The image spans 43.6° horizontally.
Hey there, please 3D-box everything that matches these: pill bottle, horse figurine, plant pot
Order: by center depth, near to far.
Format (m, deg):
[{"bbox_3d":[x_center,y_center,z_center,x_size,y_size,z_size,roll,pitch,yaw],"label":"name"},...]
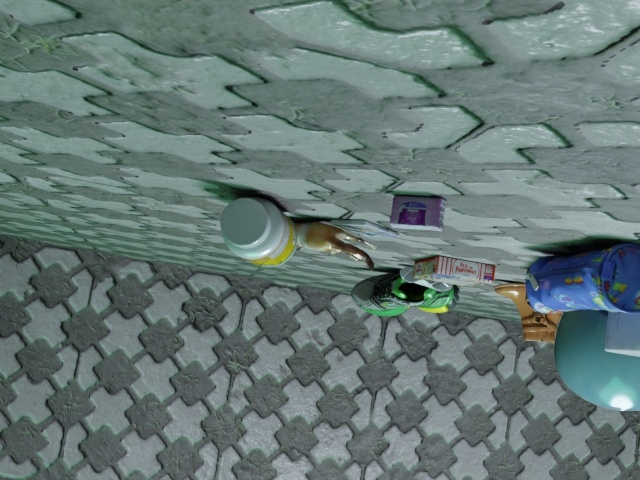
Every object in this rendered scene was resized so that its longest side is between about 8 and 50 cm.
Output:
[{"bbox_3d":[-0.117,-0.017,1.501,0.117,0.118,0.208,8,173,10],"label":"pill bottle"},{"bbox_3d":[0.000,0.000,1.663,0.174,0.066,0.263,19,177,-41],"label":"horse figurine"},{"bbox_3d":[0.638,0.181,1.685,0.290,0.290,0.196,5,136,25],"label":"plant pot"}]

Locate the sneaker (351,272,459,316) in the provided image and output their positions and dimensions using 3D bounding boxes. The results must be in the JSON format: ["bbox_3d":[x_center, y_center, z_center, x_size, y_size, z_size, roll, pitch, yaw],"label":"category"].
[{"bbox_3d":[0.228,0.140,2.356,0.343,0.134,0.146,-9,156,39],"label":"sneaker"}]

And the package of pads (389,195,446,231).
[{"bbox_3d":[0.152,-0.042,1.241,0.083,0.050,0.032,4,171,28],"label":"package of pads"}]

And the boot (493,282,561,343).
[{"bbox_3d":[0.561,0.197,2.182,0.197,0.153,0.073,9,173,-2],"label":"boot"}]

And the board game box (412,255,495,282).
[{"bbox_3d":[0.326,0.078,1.980,0.146,0.045,0.193,10,173,-10],"label":"board game box"}]

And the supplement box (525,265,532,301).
[{"bbox_3d":[0.502,0.094,1.765,0.080,0.078,0.233,5,173,6],"label":"supplement box"}]

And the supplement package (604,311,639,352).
[{"bbox_3d":[0.657,0.126,1.423,0.175,0.178,0.293,10,172,-4],"label":"supplement package"}]

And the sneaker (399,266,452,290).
[{"bbox_3d":[0.290,0.100,2.201,0.152,0.054,0.061,16,-179,-6],"label":"sneaker"}]

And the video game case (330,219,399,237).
[{"bbox_3d":[0.091,-0.024,1.613,0.087,0.011,0.122,3,171,40],"label":"video game case"}]

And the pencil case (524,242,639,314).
[{"bbox_3d":[0.486,0.075,1.470,0.133,0.120,0.306,13,172,-12],"label":"pencil case"}]
